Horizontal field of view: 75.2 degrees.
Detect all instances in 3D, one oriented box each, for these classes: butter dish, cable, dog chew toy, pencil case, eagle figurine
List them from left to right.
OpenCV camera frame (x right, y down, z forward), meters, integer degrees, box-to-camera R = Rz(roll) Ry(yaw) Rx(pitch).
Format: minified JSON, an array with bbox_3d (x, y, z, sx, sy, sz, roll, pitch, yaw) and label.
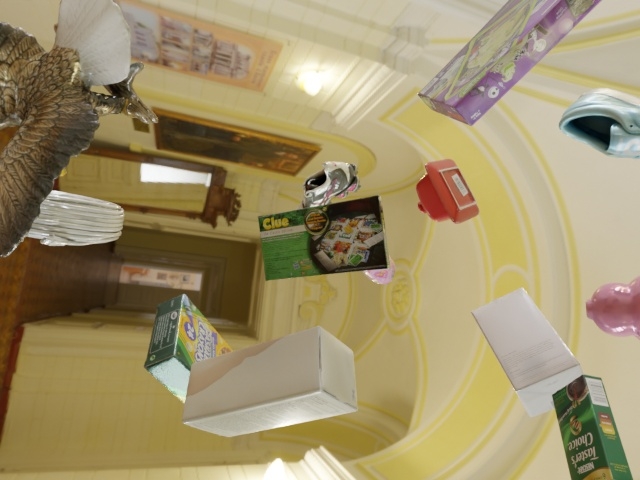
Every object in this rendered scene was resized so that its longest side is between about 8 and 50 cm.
[{"bbox_3d":[-0.343,-0.133,0.477,0.298,0.226,0.225,-47,140,-39],"label":"eagle figurine"},{"bbox_3d":[-0.544,-0.056,0.850,0.257,0.257,0.089,1,101,-71],"label":"cable"},{"bbox_3d":[0.198,0.070,1.529,0.284,0.124,0.124,46,40,-60],"label":"pencil case"},{"bbox_3d":[0.290,-0.105,1.017,0.118,0.159,0.160,-33,-100,44],"label":"butter dish"},{"bbox_3d":[0.797,0.156,0.941,0.331,0.206,0.207,-5,-106,31],"label":"dog chew toy"}]

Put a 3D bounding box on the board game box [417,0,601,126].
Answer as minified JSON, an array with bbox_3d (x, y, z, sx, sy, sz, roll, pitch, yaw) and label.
[{"bbox_3d":[0.310,-0.328,0.619,0.347,0.056,0.208,-44,-166,17],"label":"board game box"}]

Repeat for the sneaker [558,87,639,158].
[{"bbox_3d":[0.685,-0.209,0.872,0.366,0.150,0.135,37,-24,45],"label":"sneaker"}]

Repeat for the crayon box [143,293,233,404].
[{"bbox_3d":[-0.300,0.318,1.056,0.203,0.083,0.323,-107,173,-54],"label":"crayon box"}]

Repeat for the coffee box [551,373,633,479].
[{"bbox_3d":[0.490,0.354,0.760,0.113,0.040,0.184,101,0,-49],"label":"coffee box"}]

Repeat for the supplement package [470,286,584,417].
[{"bbox_3d":[0.605,0.320,1.219,0.177,0.175,0.293,-30,-145,14],"label":"supplement package"}]

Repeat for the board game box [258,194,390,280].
[{"bbox_3d":[0.000,0.000,0.804,0.030,0.259,0.136,-8,91,-65],"label":"board game box"}]

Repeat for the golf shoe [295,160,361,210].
[{"bbox_3d":[-0.014,-0.127,1.148,0.273,0.120,0.105,-43,-130,37],"label":"golf shoe"}]

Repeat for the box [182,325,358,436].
[{"bbox_3d":[-0.097,0.283,0.806,0.311,0.148,0.121,-21,-132,21],"label":"box"}]
